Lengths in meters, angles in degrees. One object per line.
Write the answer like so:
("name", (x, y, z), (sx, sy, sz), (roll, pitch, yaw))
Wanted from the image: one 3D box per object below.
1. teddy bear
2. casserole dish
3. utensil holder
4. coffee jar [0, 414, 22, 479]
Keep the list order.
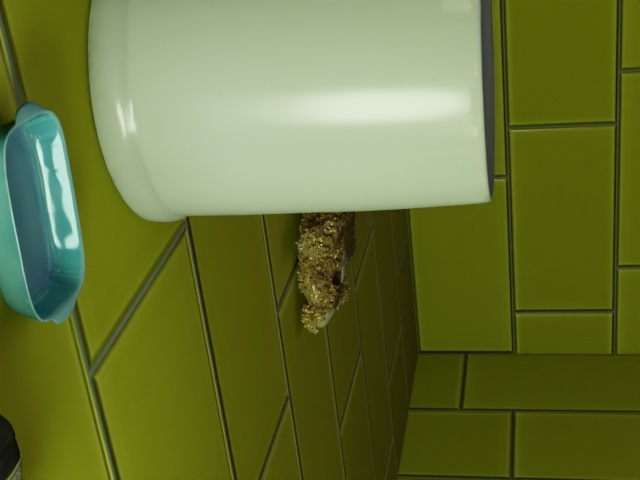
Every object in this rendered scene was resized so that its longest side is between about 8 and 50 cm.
("teddy bear", (0.000, 0.000, 1.916), (0.245, 0.113, 0.338), (-61, 156, -54))
("casserole dish", (-0.241, -0.021, 0.878), (0.114, 0.037, 0.188), (-61, 147, -67))
("utensil holder", (-0.009, -0.189, 1.155), (0.327, 0.385, 0.328), (-2, 90, -78))
("coffee jar", (-0.243, 0.215, 0.740), (0.096, 0.079, 0.184), (-64, 150, -66))
